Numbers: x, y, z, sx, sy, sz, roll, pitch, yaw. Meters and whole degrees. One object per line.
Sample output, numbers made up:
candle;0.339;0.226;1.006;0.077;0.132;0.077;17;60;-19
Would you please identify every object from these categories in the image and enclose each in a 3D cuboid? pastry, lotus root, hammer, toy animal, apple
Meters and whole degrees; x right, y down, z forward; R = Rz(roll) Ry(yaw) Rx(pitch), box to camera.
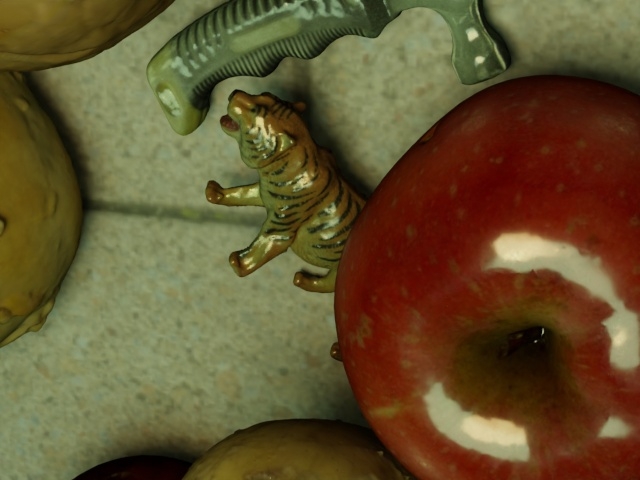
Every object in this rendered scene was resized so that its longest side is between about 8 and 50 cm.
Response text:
pastry;-0.325;-0.029;1.094;0.316;0.184;0.284;29;118;1
lotus root;0.009;0.203;1.058;0.152;0.343;0.169;-1;78;20
hammer;-0.009;-0.140;1.035;0.227;0.041;0.158;-21;107;23
toy animal;0.000;0.000;1.075;0.099;0.056;0.241;-28;121;27
apple;0.137;0.030;0.975;0.260;0.216;0.260;7;116;14

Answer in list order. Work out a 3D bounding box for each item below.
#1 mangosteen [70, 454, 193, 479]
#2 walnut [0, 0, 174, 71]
mangosteen;-0.135;0.279;1.183;0.215;0.215;0.257;33;135;-1
walnut;-0.170;-0.235;0.883;0.252;0.313;0.277;-30;112;35
